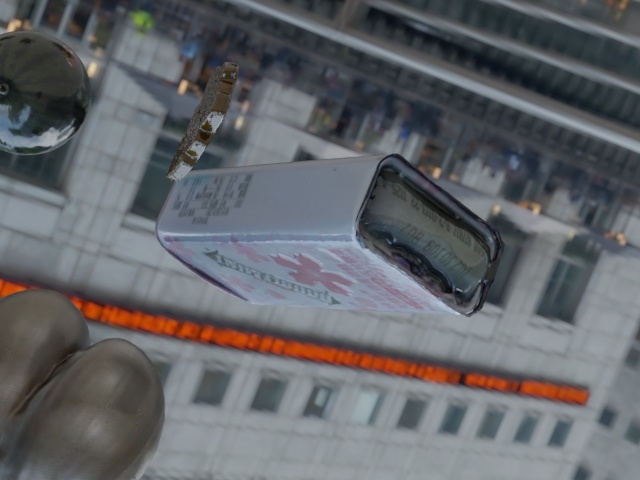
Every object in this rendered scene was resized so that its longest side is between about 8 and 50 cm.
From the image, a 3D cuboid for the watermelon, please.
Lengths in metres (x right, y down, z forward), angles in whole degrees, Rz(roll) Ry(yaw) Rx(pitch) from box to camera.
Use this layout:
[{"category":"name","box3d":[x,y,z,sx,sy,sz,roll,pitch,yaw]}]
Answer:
[{"category":"watermelon","box3d":[-0.249,-0.124,1.089,0.105,0.105,0.133,23,-175,9]}]

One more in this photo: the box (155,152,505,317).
[{"category":"box","box3d":[0.000,0.000,1.387,0.190,0.112,0.370,33,161,-33]}]

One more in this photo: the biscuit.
[{"category":"biscuit","box3d":[-0.077,-0.077,0.874,0.016,0.092,0.082,24,-164,-15]}]

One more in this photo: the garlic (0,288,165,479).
[{"category":"garlic","box3d":[-0.281,0.185,1.473,0.231,0.246,0.340,8,-165,2]}]
